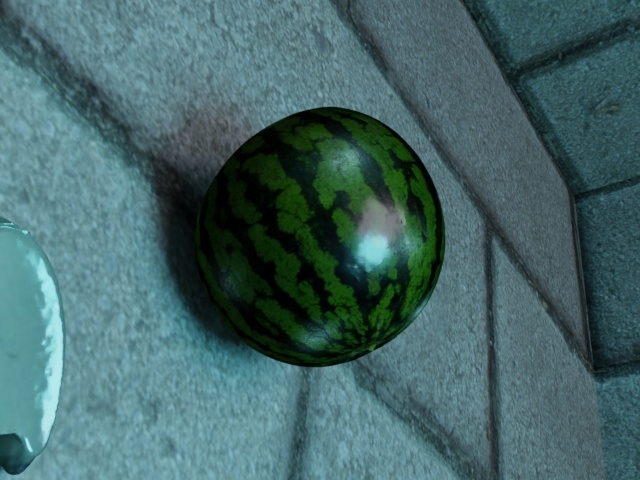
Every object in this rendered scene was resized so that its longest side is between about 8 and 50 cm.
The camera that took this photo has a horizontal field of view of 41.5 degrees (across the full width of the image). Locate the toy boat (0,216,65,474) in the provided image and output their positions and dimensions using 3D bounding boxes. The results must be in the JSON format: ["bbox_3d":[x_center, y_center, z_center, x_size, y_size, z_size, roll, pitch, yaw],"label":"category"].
[{"bbox_3d":[-0.272,0.082,0.660,0.134,0.078,0.208,6,80,-51],"label":"toy boat"}]

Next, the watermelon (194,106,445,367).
[{"bbox_3d":[0.000,0.000,0.956,0.285,0.285,0.285,37,44,-47],"label":"watermelon"}]
